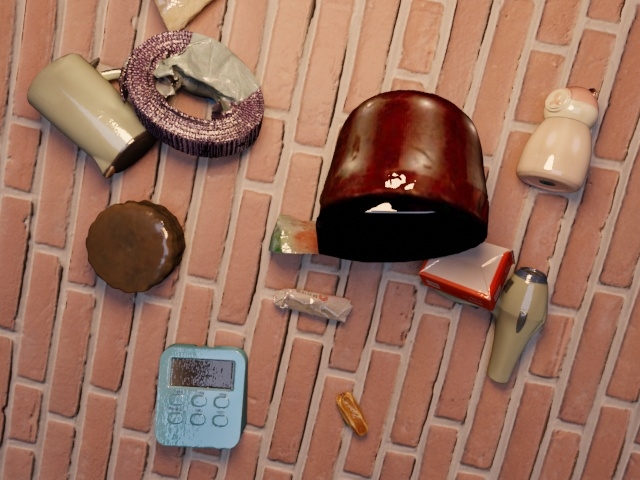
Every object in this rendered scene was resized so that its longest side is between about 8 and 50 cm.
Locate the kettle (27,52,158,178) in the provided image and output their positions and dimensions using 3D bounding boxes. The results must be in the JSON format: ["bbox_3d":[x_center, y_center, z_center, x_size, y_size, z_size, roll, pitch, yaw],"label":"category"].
[{"bbox_3d":[-0.509,-0.309,1.173,0.255,0.165,0.240,43,69,-5],"label":"kettle"}]

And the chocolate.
[{"bbox_3d":[0.168,-0.148,1.055,0.383,0.384,0.332,-2,76,3],"label":"chocolate"}]

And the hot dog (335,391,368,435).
[{"bbox_3d":[0.083,0.459,1.307,0.056,0.041,0.133,-29,90,-2],"label":"hot dog"}]

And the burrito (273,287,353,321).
[{"bbox_3d":[-0.020,0.162,1.258,0.203,0.064,0.064,12,98,-1],"label":"burrito"}]

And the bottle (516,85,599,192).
[{"bbox_3d":[0.558,-0.241,1.136,0.147,0.147,0.237,18,91,0],"label":"bottle"}]

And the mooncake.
[{"bbox_3d":[-0.453,0.010,1.227,0.228,0.124,0.228,1,98,8],"label":"mooncake"}]

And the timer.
[{"bbox_3d":[-0.311,0.402,1.292,0.231,0.091,0.250,1,94,3],"label":"timer"}]

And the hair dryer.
[{"bbox_3d":[0.416,0.217,1.240,0.298,0.119,0.296,-5,102,19],"label":"hair dryer"}]

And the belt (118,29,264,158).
[{"bbox_3d":[-0.283,-0.334,1.134,0.324,0.122,0.260,29,71,-3],"label":"belt"}]

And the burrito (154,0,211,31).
[{"bbox_3d":[-0.278,-0.627,1.133,0.299,0.105,0.143,-40,90,6],"label":"burrito"}]

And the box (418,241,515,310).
[{"bbox_3d":[0.344,0.069,1.161,0.182,0.099,0.133,19,75,31],"label":"box"}]

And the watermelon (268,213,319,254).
[{"bbox_3d":[0.000,0.000,1.208,0.241,0.154,0.095,5,98,-13],"label":"watermelon"}]
